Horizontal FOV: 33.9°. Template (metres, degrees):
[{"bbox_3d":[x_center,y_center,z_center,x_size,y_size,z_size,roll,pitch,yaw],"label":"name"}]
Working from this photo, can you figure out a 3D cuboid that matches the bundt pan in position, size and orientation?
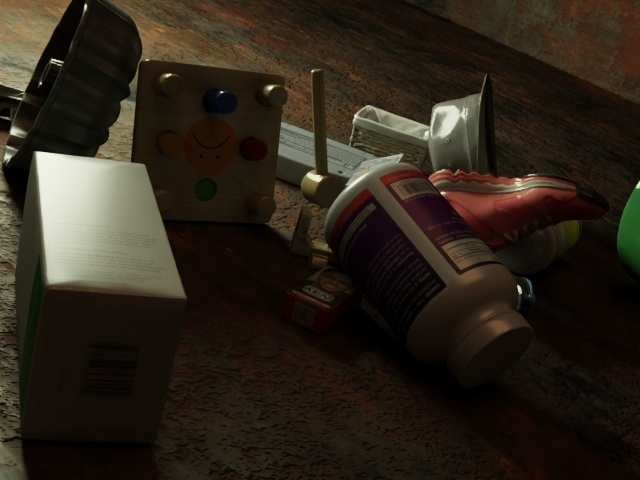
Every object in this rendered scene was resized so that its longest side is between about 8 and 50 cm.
[{"bbox_3d":[-0.397,-0.245,1.722,0.124,0.331,0.331,26,18,-24],"label":"bundt pan"}]

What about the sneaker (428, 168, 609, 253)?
[{"bbox_3d":[0.327,-0.038,1.777,0.313,0.136,0.116,5,-11,26],"label":"sneaker"}]

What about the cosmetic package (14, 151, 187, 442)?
[{"bbox_3d":[-0.272,0.055,1.244,0.155,0.197,0.365,6,23,-21],"label":"cosmetic package"}]

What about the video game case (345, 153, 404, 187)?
[{"bbox_3d":[0.103,-0.129,1.956,0.087,0.011,0.122,-11,20,22],"label":"video game case"}]

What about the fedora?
[{"bbox_3d":[0.289,-0.194,2.136,0.124,0.275,0.244,-3,10,14],"label":"fedora"}]

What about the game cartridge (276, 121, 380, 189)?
[{"bbox_3d":[-0.021,-0.160,2.076,0.294,0.060,0.196,21,20,13],"label":"game cartridge"}]

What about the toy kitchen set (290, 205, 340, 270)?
[{"bbox_3d":[0.000,0.000,1.696,0.083,0.075,0.068,13,24,-8],"label":"toy kitchen set"}]

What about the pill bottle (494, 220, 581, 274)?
[{"bbox_3d":[0.390,-0.007,1.912,0.117,0.117,0.215,27,25,24],"label":"pill bottle"}]

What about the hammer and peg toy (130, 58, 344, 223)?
[{"bbox_3d":[-0.138,-0.162,1.743,0.361,0.266,0.127,1,9,-30],"label":"hammer and peg toy"}]

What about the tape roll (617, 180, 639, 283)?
[{"bbox_3d":[0.694,-0.042,1.928,0.321,0.321,0.077,0,27,-33],"label":"tape roll"}]

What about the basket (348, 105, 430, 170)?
[{"bbox_3d":[0.147,-0.203,2.217,0.167,0.103,0.113,21,23,10],"label":"basket"}]

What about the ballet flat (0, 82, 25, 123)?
[{"bbox_3d":[-0.567,-0.244,1.899,0.213,0.072,0.068,12,53,-4],"label":"ballet flat"}]

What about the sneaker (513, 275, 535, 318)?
[{"bbox_3d":[0.286,0.078,1.732,0.078,0.067,0.188,-6,26,-27],"label":"sneaker"}]

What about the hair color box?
[{"bbox_3d":[0.006,0.086,1.546,0.072,0.043,0.141,24,23,18],"label":"hair color box"}]

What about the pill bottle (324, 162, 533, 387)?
[{"bbox_3d":[0.155,0.050,1.502,0.181,0.181,0.323,-5,47,-41],"label":"pill bottle"}]
